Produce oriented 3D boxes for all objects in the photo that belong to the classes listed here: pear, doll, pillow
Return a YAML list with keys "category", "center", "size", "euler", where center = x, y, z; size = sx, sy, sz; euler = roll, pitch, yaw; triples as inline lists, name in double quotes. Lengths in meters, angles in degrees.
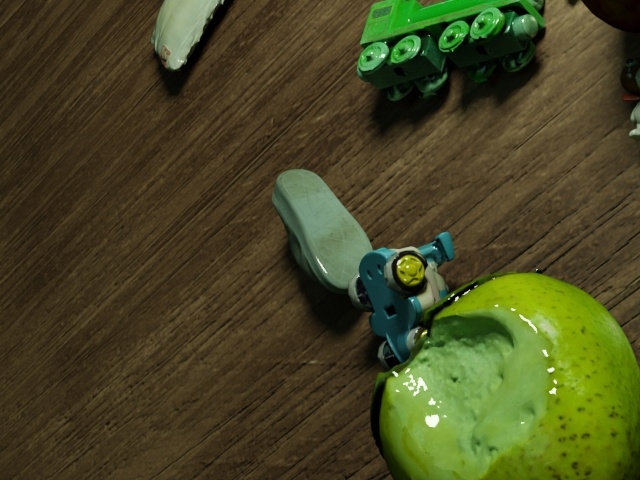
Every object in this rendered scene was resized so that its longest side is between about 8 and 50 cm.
- category: "pear"
  center: [0.188, 0.192, 1.359]
  size: [0.292, 0.159, 0.292]
  euler: [-17, 65, 40]
- category: "doll"
  center: [0.323, -0.142, 1.433]
  size: [0.058, 0.040, 0.085]
  euler: [18, 88, 39]
- category: "pillow"
  center: [-0.170, -0.354, 2.038]
  size: [0.229, 0.051, 0.128]
  euler: [-58, 35, 12]

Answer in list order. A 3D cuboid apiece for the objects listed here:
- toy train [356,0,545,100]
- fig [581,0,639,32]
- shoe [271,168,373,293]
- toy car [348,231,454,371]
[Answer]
- category: "toy train"
  center: [0.148, -0.237, 1.633]
  size: [0.251, 0.085, 0.119]
  euler: [-10, 53, 41]
- category: "fig"
  center: [0.326, -0.316, 1.413]
  size: [0.186, 0.203, 0.249]
  euler: [-17, 20, 8]
- category: "shoe"
  center: [0.000, 0.000, 1.713]
  size: [0.195, 0.079, 0.078]
  euler: [60, 154, 33]
- category: "toy car"
  center: [0.111, 0.076, 1.552]
  size: [0.161, 0.098, 0.126]
  euler: [66, 157, 6]
